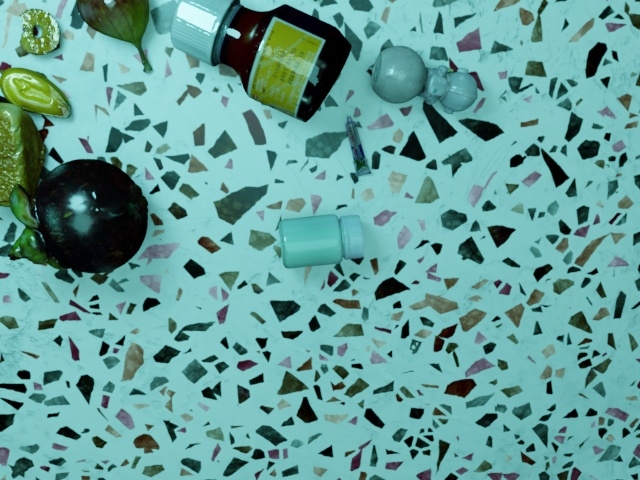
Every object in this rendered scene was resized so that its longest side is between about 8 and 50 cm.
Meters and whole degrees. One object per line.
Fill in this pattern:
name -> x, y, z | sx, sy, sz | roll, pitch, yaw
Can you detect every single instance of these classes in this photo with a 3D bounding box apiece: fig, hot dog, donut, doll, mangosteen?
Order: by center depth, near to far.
fig -> -0.472, -0.533, 1.353 | 0.160, 0.231, 0.143 | -27, 65, 3
donut -> -0.682, -0.507, 1.368 | 0.097, 0.043, 0.108 | 14, 105, -9
mangosteen -> -0.584, -0.054, 1.392 | 0.311, 0.311, 0.311 | -2, 108, -5
hot dog -> -0.778, -0.219, 1.396 | 0.150, 0.153, 0.256 | 2, 110, -10
doll -> 0.278, -0.406, 1.444 | 0.287, 0.151, 0.151 | 11, 107, -12

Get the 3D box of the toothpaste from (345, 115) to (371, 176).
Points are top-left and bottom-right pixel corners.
toothpaste -> 0.098, -0.257, 1.532 | 0.045, 0.028, 0.170 | -13, 112, 10

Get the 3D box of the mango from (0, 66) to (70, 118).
mango -> -0.713, -0.367, 1.400 | 0.187, 0.066, 0.101 | 26, 96, -18

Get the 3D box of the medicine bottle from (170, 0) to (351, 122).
medicine bottle -> -0.146, -0.467, 1.344 | 0.395, 0.242, 0.242 | 28, 104, 1

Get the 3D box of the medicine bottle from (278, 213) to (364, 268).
medicine bottle -> 0.000, 0.000, 1.548 | 0.225, 0.139, 0.139 | -6, 108, -3
